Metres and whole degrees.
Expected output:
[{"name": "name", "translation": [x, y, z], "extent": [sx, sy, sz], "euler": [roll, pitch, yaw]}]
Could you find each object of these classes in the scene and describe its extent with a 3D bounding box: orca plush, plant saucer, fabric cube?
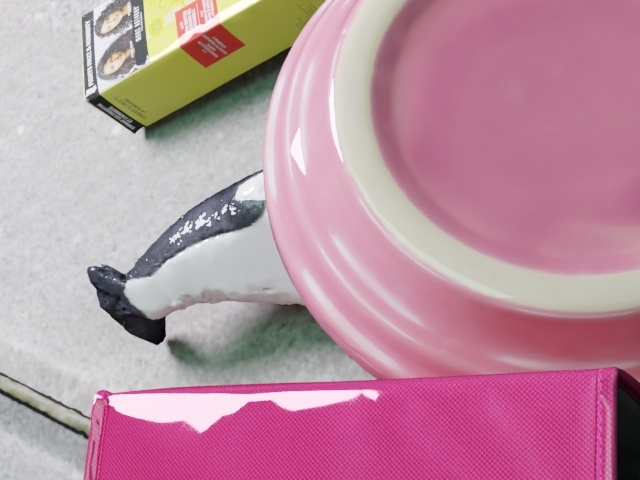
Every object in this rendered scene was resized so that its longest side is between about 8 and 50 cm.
[{"name": "orca plush", "translation": [0.000, 0.000, 0.873], "extent": [0.287, 0.102, 0.151], "euler": [-28, 104, 26]}, {"name": "plant saucer", "translation": [0.131, -0.060, 0.731], "extent": [0.332, 0.084, 0.332], "euler": [-1, 64, 3]}, {"name": "fabric cube", "translation": [0.051, 0.216, 0.635], "extent": [0.258, 0.254, 0.259], "euler": [-6, 68, 27]}]

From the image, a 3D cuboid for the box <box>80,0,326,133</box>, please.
[{"name": "box", "translation": [-0.065, -0.167, 0.956], "extent": [0.232, 0.058, 0.087], "euler": [-24, 55, 25]}]
